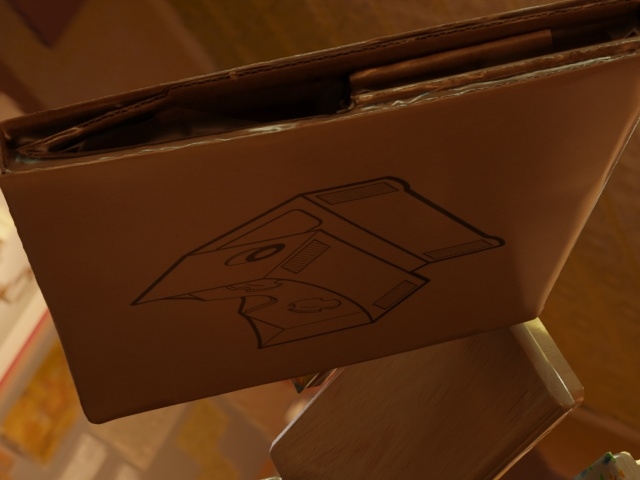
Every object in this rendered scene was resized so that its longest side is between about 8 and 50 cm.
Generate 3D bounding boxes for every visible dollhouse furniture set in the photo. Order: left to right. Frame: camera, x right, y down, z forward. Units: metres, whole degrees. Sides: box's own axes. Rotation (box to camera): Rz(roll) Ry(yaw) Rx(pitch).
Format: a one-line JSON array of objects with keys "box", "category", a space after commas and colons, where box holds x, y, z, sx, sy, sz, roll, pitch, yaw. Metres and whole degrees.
[{"box": [-0.009, 0.103, 0.650, 0.242, 0.161, 0.212, -50, -121, 37], "category": "dollhouse furniture set"}]

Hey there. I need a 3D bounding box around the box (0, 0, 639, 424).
[{"box": [0.000, 0.000, 0.486, 0.164, 0.021, 0.201, -13, -20, -8], "category": "box"}]
